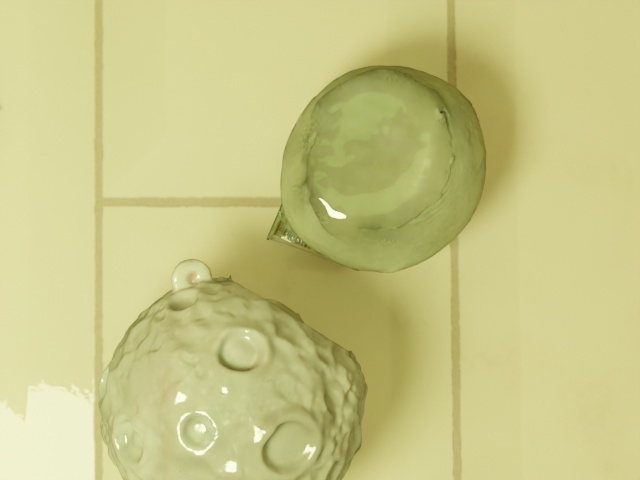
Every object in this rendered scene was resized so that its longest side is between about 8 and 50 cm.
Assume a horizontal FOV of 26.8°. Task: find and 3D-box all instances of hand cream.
[{"bbox_3d":[0.000,0.000,1.873,0.143,0.039,0.061,25,91,4],"label":"hand cream"}]

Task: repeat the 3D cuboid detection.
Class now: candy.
[{"bbox_3d":[0.086,-0.097,1.811,0.295,0.185,0.296,0,88,0],"label":"candy"}]

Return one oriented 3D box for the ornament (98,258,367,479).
[{"bbox_3d":[-0.116,0.218,1.696,0.337,0.337,0.337,0,87,-7],"label":"ornament"}]
